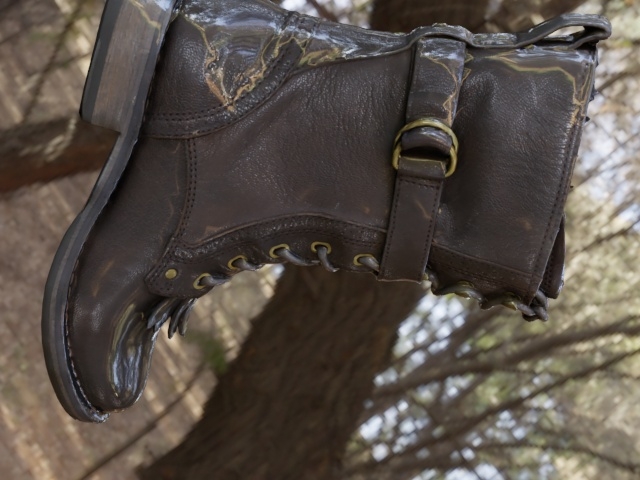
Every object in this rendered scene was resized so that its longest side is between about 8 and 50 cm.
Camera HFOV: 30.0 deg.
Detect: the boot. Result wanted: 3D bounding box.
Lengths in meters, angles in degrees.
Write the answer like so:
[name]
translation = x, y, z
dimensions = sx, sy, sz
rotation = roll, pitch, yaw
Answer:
[boot]
translation = 0.000, 0.000, 0.555
dimensions = 0.091, 0.229, 0.263
rotation = -79, -176, -61
